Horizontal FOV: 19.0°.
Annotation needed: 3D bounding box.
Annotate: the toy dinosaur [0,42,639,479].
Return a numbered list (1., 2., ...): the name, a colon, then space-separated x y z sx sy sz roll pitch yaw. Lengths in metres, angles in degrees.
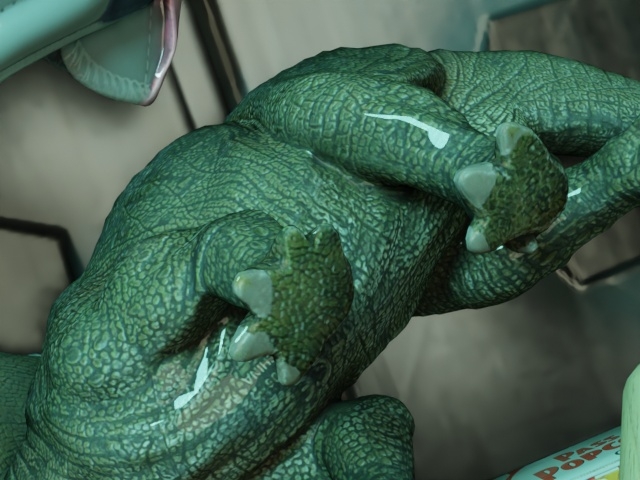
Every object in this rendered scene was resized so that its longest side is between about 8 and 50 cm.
1. toy dinosaur: 0.000 0.000 0.487 0.313 0.160 0.121 -48 124 -18

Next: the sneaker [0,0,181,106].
1. sneaker: -0.065 -0.113 0.512 0.319 0.112 0.131 -45 112 -4

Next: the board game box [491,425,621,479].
1. board game box: 0.119 0.146 0.552 0.146 0.045 0.193 -21 93 -9

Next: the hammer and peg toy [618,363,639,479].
1. hammer and peg toy: 0.128 0.121 0.399 0.361 0.266 0.127 -2 62 17
